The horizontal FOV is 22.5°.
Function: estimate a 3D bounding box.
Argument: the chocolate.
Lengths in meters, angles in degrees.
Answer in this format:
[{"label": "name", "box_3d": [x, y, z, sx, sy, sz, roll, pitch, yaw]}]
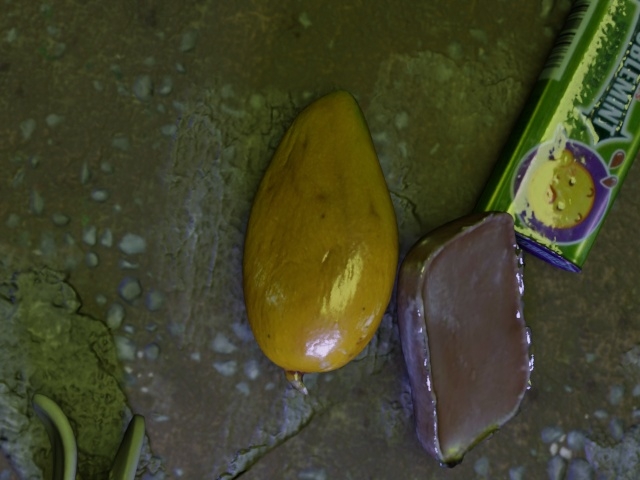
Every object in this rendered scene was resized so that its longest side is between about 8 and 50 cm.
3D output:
[{"label": "chocolate", "box_3d": [0.139, 0.092, 1.688, 0.161, 0.083, 0.261, -25, 119, -35]}]

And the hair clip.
[{"label": "hair clip", "box_3d": [-0.225, 0.291, 1.629, 0.113, 0.172, 0.282, -3, 80, -16]}]

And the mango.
[{"label": "mango", "box_3d": [0.000, 0.000, 1.663, 0.119, 0.176, 0.317, 14, 74, -48]}]

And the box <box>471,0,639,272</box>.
[{"label": "box", "box_3d": [0.295, -0.148, 1.738, 0.134, 0.097, 0.346, 28, 85, -8]}]
